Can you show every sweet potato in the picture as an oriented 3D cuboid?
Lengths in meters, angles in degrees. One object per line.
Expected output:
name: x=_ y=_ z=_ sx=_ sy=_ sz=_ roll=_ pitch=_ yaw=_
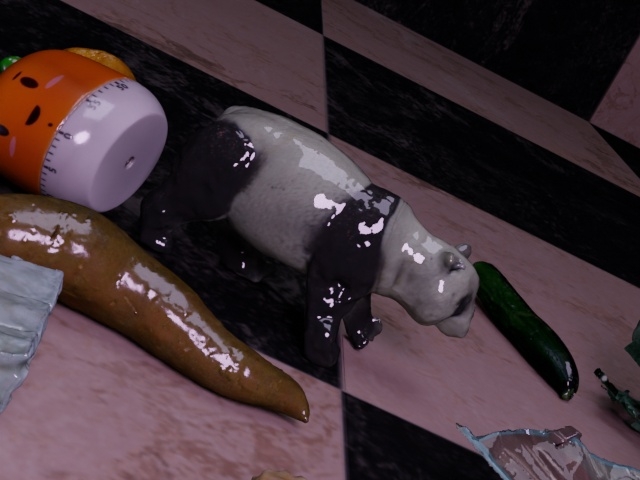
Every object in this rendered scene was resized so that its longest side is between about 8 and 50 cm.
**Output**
sweet potato: x=-0.110 y=0.026 z=0.690 sx=0.249 sy=0.059 sz=0.069 roll=29 pitch=36 yaw=-12

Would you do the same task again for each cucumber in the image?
cucumber: x=0.170 y=0.072 z=1.042 sx=0.036 sy=0.033 sz=0.184 roll=42 pitch=7 yaw=-37

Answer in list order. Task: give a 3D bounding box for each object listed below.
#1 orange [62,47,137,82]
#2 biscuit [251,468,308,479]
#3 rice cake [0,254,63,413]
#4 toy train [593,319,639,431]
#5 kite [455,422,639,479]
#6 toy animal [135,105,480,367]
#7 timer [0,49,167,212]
orange: x=-0.177 y=-0.107 z=0.950 sx=0.083 sy=0.070 sz=0.083 roll=13 pitch=29 yaw=-7
biscuit: x=0.076 y=0.183 z=0.546 sx=0.265 sy=0.040 sz=0.188 roll=35 pitch=18 yaw=19
rice cake: x=-0.228 y=0.010 z=0.574 sx=0.211 sy=0.038 sz=0.124 roll=24 pitch=17 yaw=-11
toy train: x=0.330 y=0.161 z=0.927 sx=0.189 sy=0.126 sz=0.307 roll=42 pitch=9 yaw=-25
kite: x=0.259 y=0.177 z=0.673 sx=0.406 sy=0.014 sz=0.368 roll=19 pitch=40 yaw=-14
toy animal: x=0.000 y=0.000 z=0.826 sx=0.225 sy=0.121 sz=0.094 roll=33 pitch=17 yaw=12
timer: x=-0.173 y=-0.080 z=0.823 sx=0.136 sy=0.099 sz=0.136 roll=34 pitch=6 yaw=-4
